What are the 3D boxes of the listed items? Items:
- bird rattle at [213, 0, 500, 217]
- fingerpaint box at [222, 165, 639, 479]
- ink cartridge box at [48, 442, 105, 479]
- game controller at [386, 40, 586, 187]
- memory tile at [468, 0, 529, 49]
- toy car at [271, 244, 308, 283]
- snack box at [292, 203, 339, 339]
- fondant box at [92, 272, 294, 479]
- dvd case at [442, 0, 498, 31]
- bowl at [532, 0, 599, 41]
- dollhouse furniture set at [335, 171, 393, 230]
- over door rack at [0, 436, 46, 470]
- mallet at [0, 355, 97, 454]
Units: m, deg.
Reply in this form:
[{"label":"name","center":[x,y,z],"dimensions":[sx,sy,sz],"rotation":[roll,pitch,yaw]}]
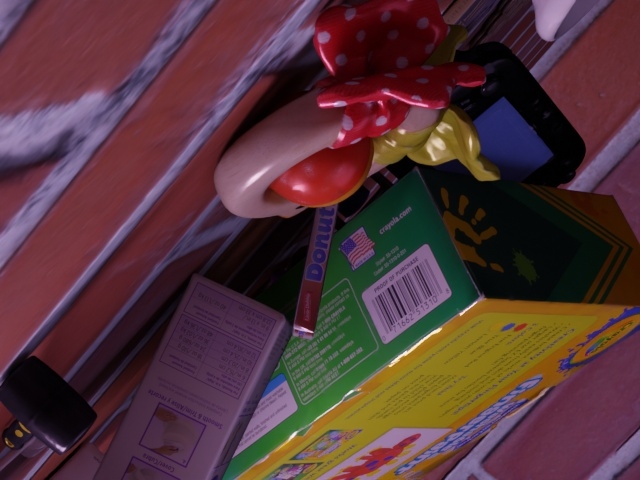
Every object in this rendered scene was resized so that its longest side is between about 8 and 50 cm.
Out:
[{"label":"bird rattle","center":[0.025,-0.071,1.120],"dimensions":[0.207,0.143,0.253],"rotation":[-32,176,13]},{"label":"fingerpaint box","center":[0.091,0.116,1.798],"dimensions":[0.445,0.163,0.371],"rotation":[-40,153,32]},{"label":"ink cartridge box","center":[-0.295,0.332,1.711],"dimensions":[0.219,0.092,0.160],"rotation":[-45,174,-34]},{"label":"game controller","center":[0.170,-0.094,1.718],"dimensions":[0.166,0.067,0.319],"rotation":[-47,150,4]},{"label":"memory tile","center":[0.230,-0.282,1.935],"dimensions":[0.148,0.012,0.113],"rotation":[-44,174,-38]},{"label":"toy car","center":[-0.010,0.076,2.070],"dimensions":[0.182,0.159,0.136],"rotation":[-46,141,-22]},{"label":"snack box","center":[0.000,0.000,1.543],"dimensions":[0.064,0.022,0.178],"rotation":[106,-5,-81]},{"label":"fondant box","center":[-0.137,0.202,1.533],"dimensions":[0.238,0.096,0.330],"rotation":[77,38,-85]},{"label":"dvd case","center":[0.127,-0.202,1.600],"dimensions":[0.221,0.018,0.164],"rotation":[-49,175,8]},{"label":"bowl","center":[0.149,-0.239,0.724],"dimensions":[0.298,0.134,0.298],"rotation":[-48,176,-5]},{"label":"dollhouse furniture set","center":[0.102,-0.054,1.923],"dimensions":[0.183,0.129,0.129],"rotation":[-49,175,9]},{"label":"over door rack","center":[-0.203,0.276,1.183],"dimensions":[0.108,0.239,0.324],"rotation":[-44,179,44]},{"label":"mallet","center":[-0.204,0.116,1.133],"dimensions":[0.039,0.062,0.190],"rotation":[-47,-170,-22]}]
